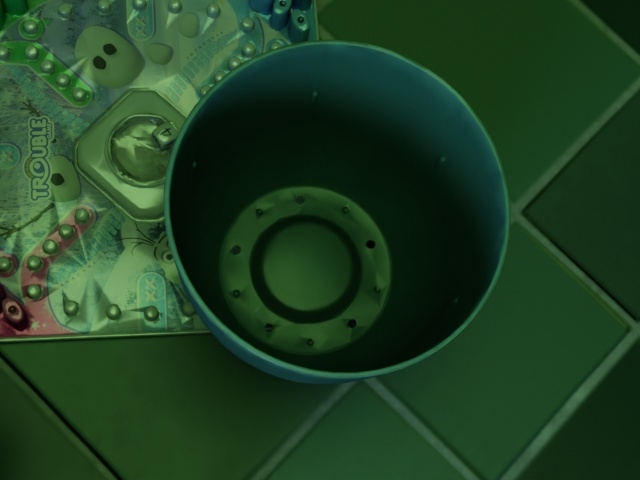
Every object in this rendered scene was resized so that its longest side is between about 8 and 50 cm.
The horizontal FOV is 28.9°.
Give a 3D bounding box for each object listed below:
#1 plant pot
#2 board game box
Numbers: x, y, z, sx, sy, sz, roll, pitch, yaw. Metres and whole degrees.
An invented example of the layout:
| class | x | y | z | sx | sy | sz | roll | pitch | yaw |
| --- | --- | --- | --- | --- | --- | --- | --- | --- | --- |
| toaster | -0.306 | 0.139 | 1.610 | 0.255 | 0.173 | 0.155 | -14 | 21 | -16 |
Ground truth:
| class | x | y | z | sx | sy | sz | roll | pitch | yaw |
| --- | --- | --- | --- | --- | --- | --- | --- | --- | --- |
| plant pot | 0.000 | 0.000 | 1.139 | 0.293 | 0.235 | 0.293 | 2 | 74 | -8 |
| board game box | -0.182 | -0.095 | 1.293 | 0.390 | 0.050 | 0.390 | -2 | 74 | -9 |
